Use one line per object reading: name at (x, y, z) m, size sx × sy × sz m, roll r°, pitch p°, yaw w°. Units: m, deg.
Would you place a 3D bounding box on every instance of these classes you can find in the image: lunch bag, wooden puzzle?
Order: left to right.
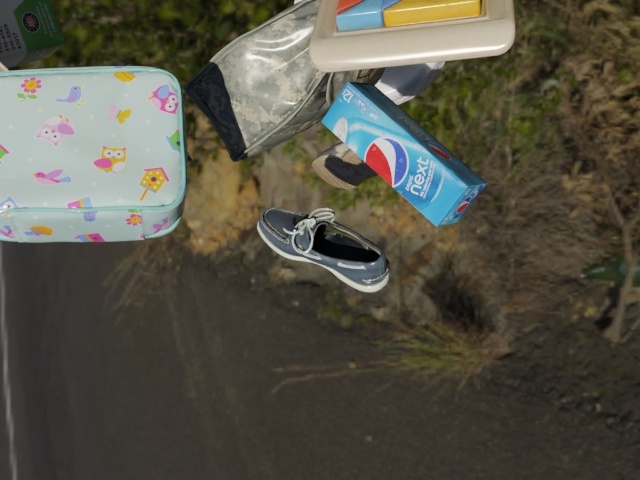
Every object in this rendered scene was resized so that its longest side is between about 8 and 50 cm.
lunch bag at (-0.299, -0.114, 1.125) m, size 0.108 × 0.279 × 0.224 m, roll 108°, pitch 158°, yaw -65°
lunch bag at (-0.015, -0.268, 1.323) m, size 0.287 × 0.235 × 0.169 m, roll -34°, pitch 92°, yaw 31°
wooden puzzle at (0.105, -0.286, 1.010) m, size 0.044 × 0.220 × 0.239 m, roll 74°, pitch -163°, yaw -45°

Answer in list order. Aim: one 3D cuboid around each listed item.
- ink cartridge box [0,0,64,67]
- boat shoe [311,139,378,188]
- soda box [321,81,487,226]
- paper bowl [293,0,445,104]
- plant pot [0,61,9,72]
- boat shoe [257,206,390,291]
ink cartridge box at (-0.567, -0.353, 1.359) m, size 0.117 × 0.278 × 0.201 m, roll -2°, pitch 108°, yaw 60°
boat shoe at (0.076, -0.185, 1.951) m, size 0.092 × 0.103 × 0.285 m, roll -54°, pitch 15°, yaw -19°
soda box at (0.104, -0.112, 1.126) m, size 0.210 × 0.071 × 0.067 m, roll 44°, pitch 116°, yaw 19°
paper bowl at (0.087, -0.380, 1.573) m, size 0.148 × 0.284 × 0.284 m, roll -10°, pitch -78°, yaw -76°
plant pot at (-0.552, -0.129, 1.210) m, size 0.191 × 0.284 × 0.284 m, roll -1°, pitch 88°, yaw 59°
boat shoe at (0.000, 0.000, 1.459) m, size 0.254 × 0.095 × 0.079 m, roll 31°, pitch 151°, yaw 27°
